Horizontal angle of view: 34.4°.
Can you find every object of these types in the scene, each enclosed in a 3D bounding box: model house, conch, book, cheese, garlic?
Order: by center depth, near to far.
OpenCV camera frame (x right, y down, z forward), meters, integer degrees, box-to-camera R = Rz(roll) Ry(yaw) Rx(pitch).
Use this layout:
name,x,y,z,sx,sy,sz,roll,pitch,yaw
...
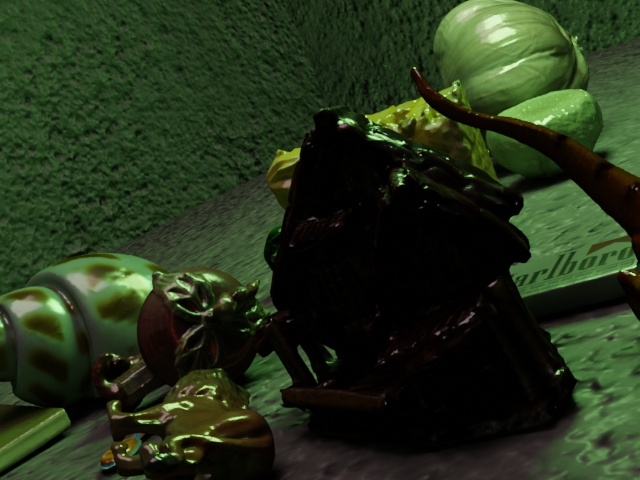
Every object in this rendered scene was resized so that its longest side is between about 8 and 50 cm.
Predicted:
name,x,y,z,sx,sy,sz,roll,pitch,yaw
model house,0.041,0.018,0.930,0.297,0.283,0.317,-20,9,10
cheese,-0.213,0.227,1.149,0.047,0.017,0.111,-16,11,18
book,-0.507,0.295,1.389,0.239,0.035,0.352,-32,14,-37
conch,-0.326,0.129,1.434,0.368,0.197,0.249,-30,28,-27
garlic,0.357,-0.300,1.897,0.259,0.317,0.317,-18,10,8

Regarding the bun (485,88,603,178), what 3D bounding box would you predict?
name,x,y,z,sx,sy,sz,roll,pitch,yaw
bun,0.371,-0.168,1.695,0.195,0.118,0.195,-21,19,7

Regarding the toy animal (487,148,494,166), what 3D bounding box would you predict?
name,x,y,z,sx,sy,sz,roll,pitch,yaw
toy animal,0.232,-0.086,1.712,0.229,0.066,0.224,-38,13,-38

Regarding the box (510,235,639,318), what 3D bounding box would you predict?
name,x,y,z,sx,sy,sz,roll,pitch,yaw
box,0.250,0.043,1.061,0.177,0.036,0.115,-17,11,29

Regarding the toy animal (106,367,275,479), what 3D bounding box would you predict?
name,x,y,z,sx,sy,sz,roll,pitch,yaw
toy animal,-0.113,0.181,0.970,0.157,0.097,0.312,-19,10,-20

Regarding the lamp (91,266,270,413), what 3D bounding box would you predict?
name,x,y,z,sx,sy,sz,roll,pitch,yaw
lamp,-0.162,0.129,1.260,0.215,0.151,0.223,-30,-24,-28

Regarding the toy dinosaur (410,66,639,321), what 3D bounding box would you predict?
name,x,y,z,sx,sy,sz,roll,pitch,yaw
toy dinosaur,0.268,0.000,0.807,0.432,0.097,0.208,22,-10,26

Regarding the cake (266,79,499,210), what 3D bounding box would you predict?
name,x,y,z,sx,sy,sz,roll,pitch,yaw
cake,0.092,-0.063,1.422,0.286,0.227,0.222,-20,11,16

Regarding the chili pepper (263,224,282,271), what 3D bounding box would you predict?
name,x,y,z,sx,sy,sz,roll,pitch,yaw
chili pepper,0.000,0.000,1.670,0.136,0.099,0.270,-4,14,35
